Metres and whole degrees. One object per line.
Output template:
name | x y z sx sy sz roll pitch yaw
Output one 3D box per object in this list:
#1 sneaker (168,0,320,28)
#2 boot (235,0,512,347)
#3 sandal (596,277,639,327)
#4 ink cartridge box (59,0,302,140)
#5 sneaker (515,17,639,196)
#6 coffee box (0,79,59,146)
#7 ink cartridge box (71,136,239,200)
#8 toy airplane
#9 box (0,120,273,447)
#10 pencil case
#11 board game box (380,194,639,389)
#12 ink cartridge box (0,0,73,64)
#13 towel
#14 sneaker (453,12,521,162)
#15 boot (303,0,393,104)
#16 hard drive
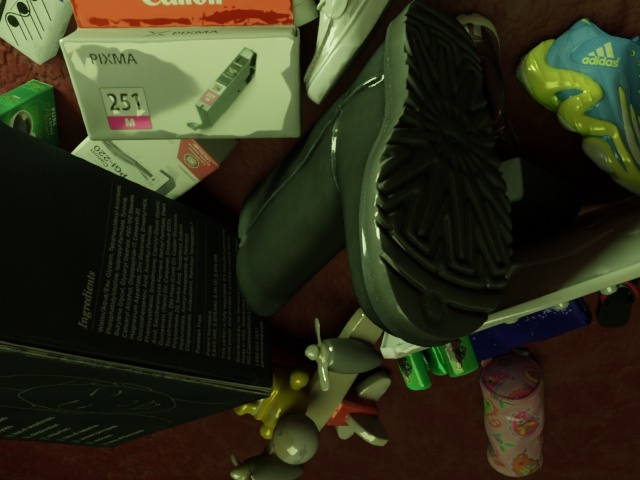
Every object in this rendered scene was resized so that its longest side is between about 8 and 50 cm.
sneaker | -0.164 -0.321 0.639 0.292 0.108 0.169 -14 122 12
boot | 0.001 -0.002 0.610 0.146 0.367 0.445 27 144 -22
sandal | 0.488 0.088 0.830 0.067 0.040 0.179 -7 125 19
ink cartridge box | -0.162 -0.240 0.597 0.275 0.060 0.239 -1 127 1
sneaker | 0.356 -0.164 0.606 0.240 0.091 0.126 46 118 2
coffee box | -0.483 -0.163 0.786 0.040 0.184 0.113 19 131 3
ink cartridge box | -0.267 -0.143 0.806 0.218 0.092 0.158 -27 117 33
toy airplane | -0.028 0.334 1.001 0.384 0.272 0.386 -15 112 4
box | -0.410 0.133 0.816 0.480 0.297 0.471 -27 145 32
pencil case | 0.385 0.351 1.019 0.124 0.124 0.284 -5 125 18
board game box | 0.274 0.032 0.586 0.390 0.390 0.050 -22 90 12
ink cartridge box | -0.389 -0.356 0.698 0.097 0.046 0.207 36 127 -16
towel | 0.284 0.129 0.892 0.308 0.076 0.227 -30 115 31
sneaker | 0.198 -0.129 0.653 0.106 0.162 0.281 -11 124 22
boot | 0.023 -0.300 0.592 0.123 0.095 0.258 33 105 -3
hard drive | 0.209 -0.032 0.711 0.172 0.054 0.254 14 158 -35
